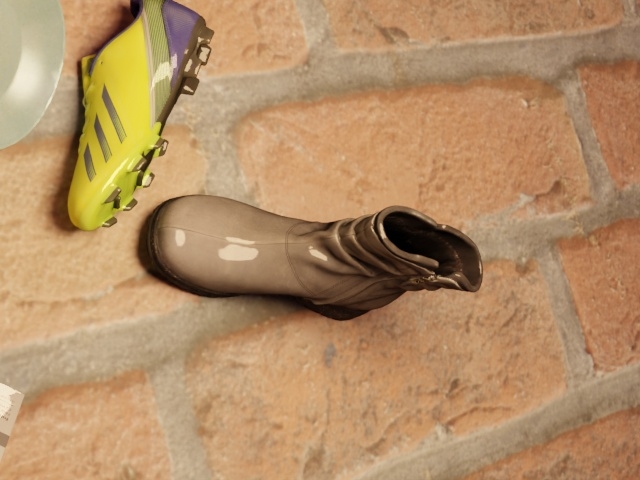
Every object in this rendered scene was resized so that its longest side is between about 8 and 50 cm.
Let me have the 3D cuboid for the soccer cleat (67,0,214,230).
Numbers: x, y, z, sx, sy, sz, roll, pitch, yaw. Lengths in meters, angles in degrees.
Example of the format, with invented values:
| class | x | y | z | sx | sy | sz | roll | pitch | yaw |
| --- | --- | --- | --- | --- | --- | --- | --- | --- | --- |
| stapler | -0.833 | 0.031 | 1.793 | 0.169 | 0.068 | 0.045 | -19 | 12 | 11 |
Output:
| class | x | y | z | sx | sy | sz | roll | pitch | yaw |
| --- | --- | --- | --- | --- | --- | --- | --- | --- | --- |
| soccer cleat | -0.215 | -0.139 | 1.478 | 0.121 | 0.093 | 0.289 | 23 | 65 | 0 |

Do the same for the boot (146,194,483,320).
| class | x | y | z | sx | sy | sz | roll | pitch | yaw |
| --- | --- | --- | --- | --- | --- | --- | --- | --- | --- |
| boot | 0.000 | 0.000 | 1.511 | 0.338 | 0.223 | 0.118 | 11 | 72 | -38 |

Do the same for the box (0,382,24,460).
| class | x | y | z | sx | sy | sz | roll | pitch | yaw |
| --- | --- | --- | --- | --- | --- | --- | --- | --- | --- |
| box | -0.369 | 0.197 | 1.268 | 0.145 | 0.038 | 0.186 | 33 | 58 | -29 |

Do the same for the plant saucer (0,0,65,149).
| class | x | y | z | sx | sy | sz | roll | pitch | yaw |
| --- | --- | --- | --- | --- | --- | --- | --- | --- | --- |
| plant saucer | -0.329 | -0.187 | 1.373 | 0.195 | 0.037 | 0.195 | -38 | 135 | -52 |
